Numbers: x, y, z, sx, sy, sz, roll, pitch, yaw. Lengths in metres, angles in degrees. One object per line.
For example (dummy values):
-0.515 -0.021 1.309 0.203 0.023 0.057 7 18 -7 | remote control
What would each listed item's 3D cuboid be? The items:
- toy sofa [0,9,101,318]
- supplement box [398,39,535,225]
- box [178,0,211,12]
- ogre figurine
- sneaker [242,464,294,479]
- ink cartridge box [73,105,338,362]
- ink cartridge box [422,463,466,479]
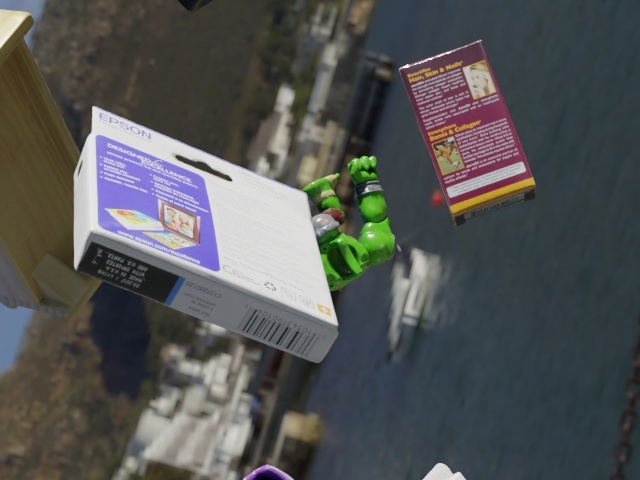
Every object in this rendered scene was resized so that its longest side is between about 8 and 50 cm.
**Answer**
-0.368 -0.088 1.666 0.150 0.177 0.362 -58 -35 -33 | toy sofa
0.173 -0.125 1.728 0.081 0.104 0.188 52 -161 -78 | supplement box
-0.143 -0.387 1.663 0.060 0.216 0.270 -46 -2 37 | box
0.000 0.000 1.606 0.197 0.118 0.097 -27 -10 -37 | ogre figurine
-0.027 0.333 1.612 0.236 0.095 0.104 50 163 47 | sneaker
-0.094 -0.008 1.159 0.045 0.206 0.208 -59 22 24 | ink cartridge box
0.066 0.209 0.851 0.180 0.104 0.060 -40 1 -39 | ink cartridge box
